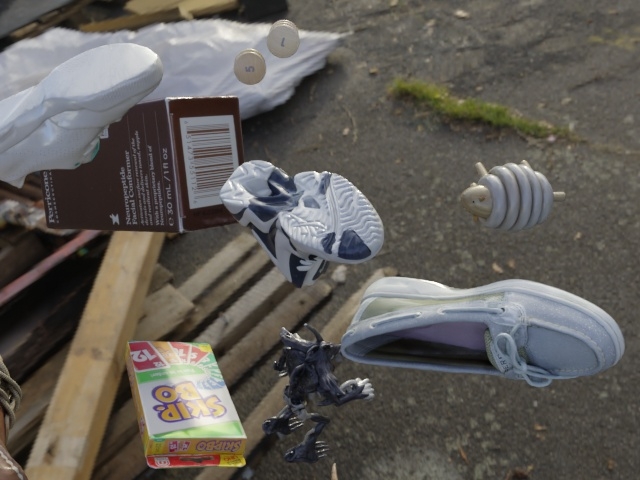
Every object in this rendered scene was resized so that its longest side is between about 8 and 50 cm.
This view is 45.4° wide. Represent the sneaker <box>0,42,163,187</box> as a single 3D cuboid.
[{"bbox_3d":[-0.239,-0.118,0.756,0.212,0.094,0.080,-22,47,10],"label":"sneaker"}]

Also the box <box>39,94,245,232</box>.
[{"bbox_3d":[-0.290,-0.116,1.197,0.381,0.191,0.143,1,10,44],"label":"box"}]

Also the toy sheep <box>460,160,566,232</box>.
[{"bbox_3d":[0.229,-0.052,0.906,0.132,0.091,0.091,-7,39,-10],"label":"toy sheep"}]

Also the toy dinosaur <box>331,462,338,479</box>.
[{"bbox_3d":[0.009,0.342,0.742,0.112,0.064,0.211,19,89,34],"label":"toy dinosaur"}]

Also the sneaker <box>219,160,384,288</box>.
[{"bbox_3d":[0.000,0.000,0.877,0.235,0.153,0.094,15,64,40],"label":"sneaker"}]

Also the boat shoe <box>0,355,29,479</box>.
[{"bbox_3d":[-0.342,0.145,0.709,0.324,0.123,0.116,26,43,38],"label":"boat shoe"}]

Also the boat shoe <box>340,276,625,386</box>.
[{"bbox_3d":[0.171,0.112,0.861,0.320,0.118,0.103,6,45,36],"label":"boat shoe"}]

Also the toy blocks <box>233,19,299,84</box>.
[{"bbox_3d":[-0.090,-0.320,1.289,0.123,0.054,0.148,-36,17,10],"label":"toy blocks"}]

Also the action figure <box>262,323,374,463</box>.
[{"bbox_3d":[-0.008,0.239,1.276,0.141,0.275,0.164,-21,50,-41],"label":"action figure"}]

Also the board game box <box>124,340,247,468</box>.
[{"bbox_3d":[-0.185,0.212,1.023,0.124,0.039,0.259,6,23,-23],"label":"board game box"}]
